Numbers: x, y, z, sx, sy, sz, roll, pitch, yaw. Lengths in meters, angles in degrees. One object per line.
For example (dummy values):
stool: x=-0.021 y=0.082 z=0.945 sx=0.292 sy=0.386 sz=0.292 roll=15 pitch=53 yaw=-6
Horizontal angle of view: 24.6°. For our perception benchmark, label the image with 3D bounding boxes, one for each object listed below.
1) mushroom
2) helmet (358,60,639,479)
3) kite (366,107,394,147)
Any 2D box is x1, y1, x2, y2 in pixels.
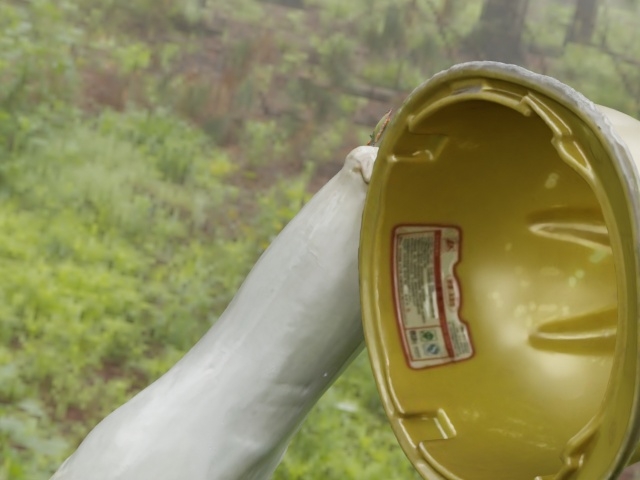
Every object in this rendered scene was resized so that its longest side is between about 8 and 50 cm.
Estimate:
mushroom: x=-0.049 y=0.089 z=0.836 sx=0.097 sy=0.351 sz=0.109 roll=36 pitch=-5 yaw=29
helmet: x=0.126 y=0.021 z=0.675 sx=0.140 sy=0.205 sz=0.257 roll=-2 pitch=2 yaw=-25
kite: x=-0.002 y=-0.001 z=1.527 sx=0.013 sy=0.327 sz=0.377 roll=30 pitch=-38 yaw=-2
